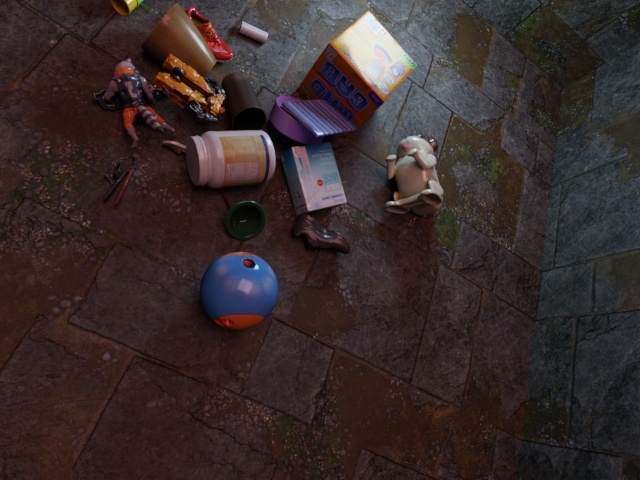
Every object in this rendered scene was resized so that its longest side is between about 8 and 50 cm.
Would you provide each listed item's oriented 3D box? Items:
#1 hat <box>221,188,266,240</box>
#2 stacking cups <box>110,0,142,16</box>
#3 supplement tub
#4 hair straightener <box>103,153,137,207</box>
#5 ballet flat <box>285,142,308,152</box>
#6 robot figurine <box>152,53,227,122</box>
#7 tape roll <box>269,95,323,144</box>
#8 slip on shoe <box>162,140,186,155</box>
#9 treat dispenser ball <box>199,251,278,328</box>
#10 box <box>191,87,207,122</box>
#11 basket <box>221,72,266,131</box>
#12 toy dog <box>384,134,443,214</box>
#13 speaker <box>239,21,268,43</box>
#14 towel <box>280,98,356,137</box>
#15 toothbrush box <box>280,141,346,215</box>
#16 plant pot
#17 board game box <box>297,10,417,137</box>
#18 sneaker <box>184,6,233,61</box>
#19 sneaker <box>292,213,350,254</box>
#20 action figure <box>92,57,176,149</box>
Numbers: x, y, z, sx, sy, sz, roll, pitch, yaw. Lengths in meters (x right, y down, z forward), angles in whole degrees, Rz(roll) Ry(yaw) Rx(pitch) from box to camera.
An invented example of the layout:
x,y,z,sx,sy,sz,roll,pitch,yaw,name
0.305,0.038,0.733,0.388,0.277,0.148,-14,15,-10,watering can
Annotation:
x,y,z,sx,sy,sz,roll,pitch,yaw,name
-0.344,-0.132,1.792,0.173,0.183,0.208,-10,121,-23,hat
-0.782,-1.103,1.833,0.096,0.096,0.316,35,57,-14,stacking cups
-0.370,-0.336,1.721,0.316,0.228,0.228,-10,80,-29,supplement tub
-0.771,-0.241,1.587,0.089,0.047,0.230,24,65,-20,hair straightener
-0.123,-0.421,1.981,0.057,0.049,0.173,47,60,-7,ballet flat
-0.524,-0.614,1.723,0.291,0.085,0.211,33,58,-31,robot figurine
-0.094,-0.559,1.942,0.275,0.090,0.275,21,35,-16,tape roll
-0.585,-0.376,1.729,0.135,0.051,0.041,12,81,-30,slip on shoe
-0.302,0.187,1.561,0.288,0.288,0.288,8,71,-25,treat dispenser ball
-0.523,-0.602,1.824,0.059,0.054,0.169,-3,77,-28,box
-0.348,-0.614,1.854,0.154,0.204,0.227,-15,73,-19,basket
0.515,-0.359,2.170,0.395,0.284,0.408,10,70,-39,toy dog
-0.330,-1.020,2.053,0.136,0.055,0.055,15,68,-22,speaker
0.000,-0.560,1.915,0.243,0.040,0.336,45,38,15,towel
-0.032,-0.282,1.923,0.216,0.126,0.295,-14,91,-31,toothbrush box
-0.581,-0.813,1.779,0.254,0.237,0.237,41,59,-28,plant pot
0.178,-0.812,2.080,0.356,0.356,0.356,44,60,-9,board game box
-0.511,-0.930,1.893,0.279,0.118,0.107,41,61,-11,sneaker
0.000,0.000,1.898,0.286,0.109,0.130,29,69,-7,sneaker
-0.690,-0.561,1.660,0.341,0.178,0.330,-31,99,-31,action figure
